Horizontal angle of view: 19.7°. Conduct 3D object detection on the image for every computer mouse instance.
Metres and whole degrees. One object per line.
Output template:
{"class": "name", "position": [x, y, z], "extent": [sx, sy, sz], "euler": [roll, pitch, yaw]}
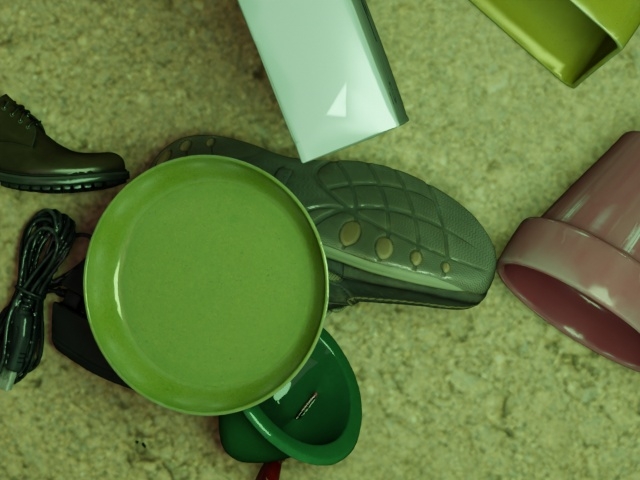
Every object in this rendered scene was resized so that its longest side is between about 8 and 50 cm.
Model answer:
{"class": "computer mouse", "position": [-0.193, 0.095, 1.842], "extent": [0.272, 0.072, 0.188], "euler": [19, 94, 2]}

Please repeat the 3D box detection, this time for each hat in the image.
{"class": "hat", "position": [-0.079, 0.191, 1.832], "extent": [0.173, 0.208, 0.183], "euler": [35, 128, -20]}

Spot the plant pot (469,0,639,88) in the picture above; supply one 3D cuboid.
{"class": "plant pot", "position": [0.240, -0.296, 1.734], "extent": [0.212, 0.212, 0.187], "euler": [42, 83, 0]}

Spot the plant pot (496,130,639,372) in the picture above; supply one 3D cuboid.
{"class": "plant pot", "position": [0.297, 0.004, 1.758], "extent": [0.201, 0.201, 0.180], "euler": [35, 80, 1]}

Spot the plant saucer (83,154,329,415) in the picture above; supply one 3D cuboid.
{"class": "plant saucer", "position": [-0.103, 0.041, 1.714], "extent": [0.241, 0.037, 0.241], "euler": [0, 91, 17]}

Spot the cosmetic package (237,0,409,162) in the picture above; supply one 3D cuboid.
{"class": "cosmetic package", "position": [-0.014, -0.220, 1.657], "extent": [0.097, 0.377, 0.284], "euler": [-19, 93, 5]}

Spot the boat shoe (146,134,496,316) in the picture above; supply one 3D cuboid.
{"class": "boat shoe", "position": [0.000, 0.000, 1.795], "extent": [0.355, 0.132, 0.130], "euler": [18, 137, 15]}

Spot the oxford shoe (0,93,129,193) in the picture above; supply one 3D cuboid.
{"class": "oxford shoe", "position": [-0.299, -0.096, 1.832], "extent": [0.227, 0.083, 0.096], "euler": [9, 90, 2]}
